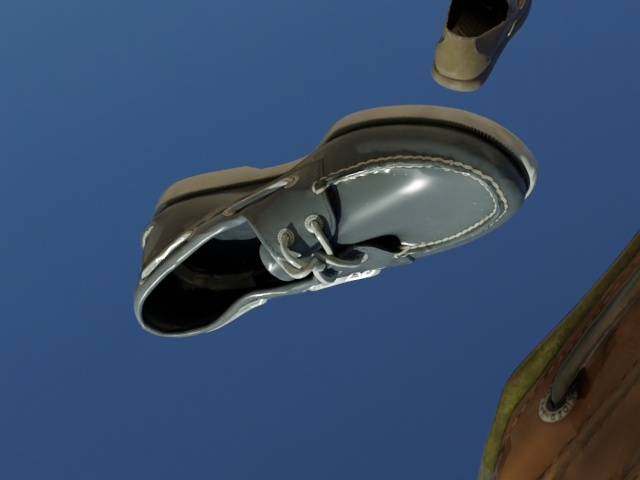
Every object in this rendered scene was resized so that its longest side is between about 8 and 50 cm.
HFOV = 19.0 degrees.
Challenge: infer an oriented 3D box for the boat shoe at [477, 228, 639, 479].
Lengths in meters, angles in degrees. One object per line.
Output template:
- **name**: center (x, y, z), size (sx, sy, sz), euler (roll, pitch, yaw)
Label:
- **boat shoe**: center (0.146, -0.039, 0.417), size (0.307, 0.111, 0.104), euler (-51, -130, -3)

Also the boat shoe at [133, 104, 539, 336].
- **boat shoe**: center (0.000, 0.000, 1.224), size (0.319, 0.116, 0.099), euler (-13, -139, 41)

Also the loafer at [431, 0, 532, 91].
- **loafer**: center (0.123, -0.172, 1.397), size (0.056, 0.050, 0.148), euler (17, -126, 7)
